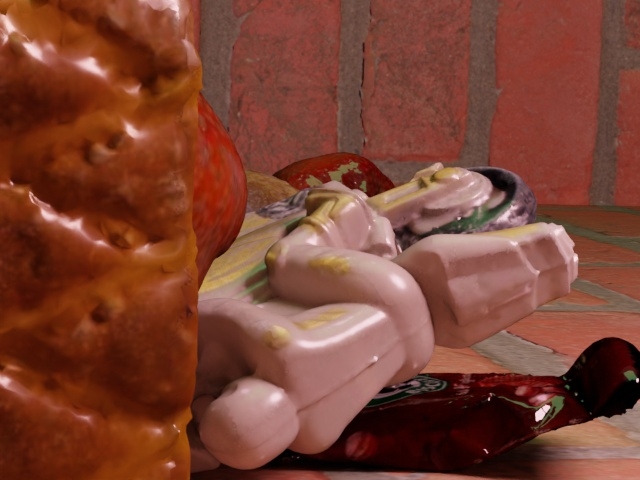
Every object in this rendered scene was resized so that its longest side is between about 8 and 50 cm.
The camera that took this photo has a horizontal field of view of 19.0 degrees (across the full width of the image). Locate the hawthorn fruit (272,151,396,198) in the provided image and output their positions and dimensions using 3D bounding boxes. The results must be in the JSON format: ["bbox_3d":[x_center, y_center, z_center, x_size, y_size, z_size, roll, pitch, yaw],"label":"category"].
[{"bbox_3d":[0.000,0.000,1.788,0.157,0.157,0.194,0,-4,-25],"label":"hawthorn fruit"}]

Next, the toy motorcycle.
[{"bbox_3d":[-0.021,0.049,1.106,0.340,0.108,0.223,-20,26,-1],"label":"toy motorcycle"}]

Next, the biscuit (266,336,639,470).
[{"bbox_3d":[0.081,0.099,1.162,0.235,0.063,0.151,-5,3,10],"label":"biscuit"}]

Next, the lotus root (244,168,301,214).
[{"bbox_3d":[-0.147,0.035,1.308,0.322,0.158,0.140,-7,9,-14],"label":"lotus root"}]

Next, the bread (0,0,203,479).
[{"bbox_3d":[-0.203,0.020,0.770,0.279,0.279,0.207,2,5,-27],"label":"bread"}]

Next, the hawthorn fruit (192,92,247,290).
[{"bbox_3d":[-0.173,-0.047,1.001,0.262,0.210,0.210,37,-14,-30],"label":"hawthorn fruit"}]
